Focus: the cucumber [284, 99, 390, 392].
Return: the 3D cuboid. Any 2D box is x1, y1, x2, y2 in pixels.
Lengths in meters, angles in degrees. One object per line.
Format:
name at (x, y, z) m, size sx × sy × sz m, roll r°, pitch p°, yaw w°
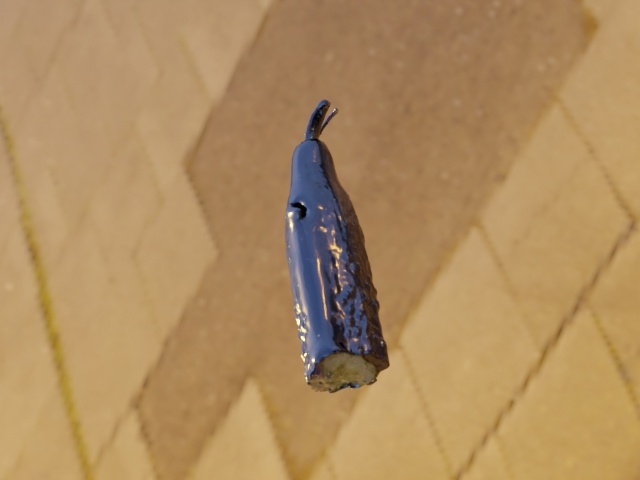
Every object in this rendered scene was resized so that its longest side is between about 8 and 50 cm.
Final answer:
cucumber at (0.000, 0.000, 0.924) m, size 0.043 × 0.039 × 0.163 m, roll -33°, pitch 44°, yaw 21°
